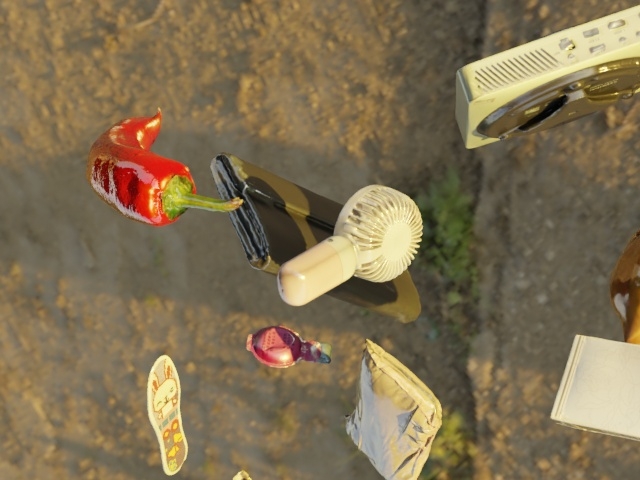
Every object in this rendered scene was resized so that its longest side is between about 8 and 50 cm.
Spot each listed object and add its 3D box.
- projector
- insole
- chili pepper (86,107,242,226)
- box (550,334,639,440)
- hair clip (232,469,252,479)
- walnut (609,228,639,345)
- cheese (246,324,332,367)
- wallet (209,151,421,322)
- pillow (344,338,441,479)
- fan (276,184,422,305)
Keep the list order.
[{"bbox_3d":[0.296,-0.192,1.594,0.259,0.257,0.079,55,-164,-79],"label":"projector"},{"bbox_3d":[-0.200,0.232,1.699,0.004,0.065,0.197,17,129,27],"label":"insole"},{"bbox_3d":[-0.212,-0.093,1.549,0.368,0.137,0.092,-133,24,-58],"label":"chili pepper"},{"bbox_3d":[0.367,0.173,1.476,0.198,0.109,0.029,7,159,39],"label":"box"},{"bbox_3d":[-0.079,0.396,1.860,0.056,0.062,0.214,31,156,39],"label":"hair clip"},{"bbox_3d":[0.477,0.047,1.622,0.203,0.298,0.203,42,150,31],"label":"walnut"},{"bbox_3d":[-0.053,0.181,2.184,0.145,0.095,0.038,9,135,-3],"label":"cheese"},{"bbox_3d":[0.001,0.000,2.094,0.062,0.406,0.228,-39,55,23],"label":"wallet"},{"bbox_3d":[0.111,0.287,2.091,0.173,0.067,0.270,39,146,19],"label":"pillow"},{"bbox_3d":[0.038,0.014,1.738,0.074,0.244,0.130,23,130,42],"label":"fan"}]
